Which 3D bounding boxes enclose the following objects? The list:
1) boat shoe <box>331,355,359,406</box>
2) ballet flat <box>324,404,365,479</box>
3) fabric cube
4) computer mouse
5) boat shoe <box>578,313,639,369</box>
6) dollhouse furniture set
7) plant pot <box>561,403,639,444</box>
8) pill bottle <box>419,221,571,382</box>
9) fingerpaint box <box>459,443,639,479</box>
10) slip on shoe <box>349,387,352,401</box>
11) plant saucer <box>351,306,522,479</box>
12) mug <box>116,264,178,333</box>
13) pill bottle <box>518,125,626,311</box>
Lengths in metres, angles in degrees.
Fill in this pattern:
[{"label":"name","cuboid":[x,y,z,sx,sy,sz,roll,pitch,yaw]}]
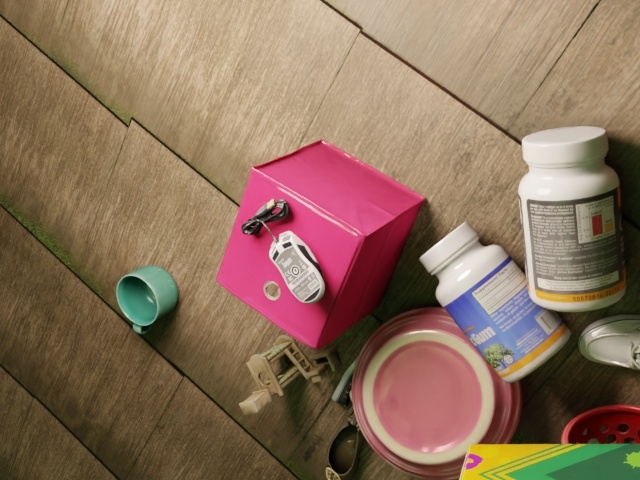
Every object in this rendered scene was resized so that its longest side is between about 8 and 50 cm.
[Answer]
[{"label":"boat shoe","cuboid":[0.067,0.302,1.797,0.040,0.049,0.142,33,129,11]},{"label":"ballet flat","cuboid":[0.057,0.454,1.852,0.084,0.058,0.250,33,123,18]},{"label":"fabric cube","cuboid":[0.000,0.000,1.585,0.254,0.259,0.258,33,122,19]},{"label":"computer mouse","cuboid":[-0.052,0.024,1.447,0.106,0.042,0.193,-39,78,29]},{"label":"boat shoe","cuboid":[0.556,0.177,1.411,0.258,0.084,0.095,-10,103,34]},{"label":"dollhouse furniture set","cuboid":[-0.074,0.272,1.786,0.161,0.182,0.101,-21,97,36]},{"label":"plant pot","cuboid":[0.527,0.406,1.463,0.191,0.191,0.174,-1,117,32]},{"label":"pill bottle","cuboid":[0.303,0.105,1.501,0.272,0.152,0.152,51,126,6]},{"label":"fingerpaint box","cuboid":[0.448,0.552,1.362,0.371,0.163,0.444,-5,116,23]},{"label":"slip on shoe","cuboid":[0.212,0.359,1.695,0.331,0.123,0.101,21,94,25]},{"label":"plant saucer","cuboid":[0.211,0.292,1.597,0.332,0.084,0.332,-1,86,20]},{"label":"mug","cuboid":[-0.409,0.131,1.995,0.129,0.097,0.158,52,127,4]},{"label":"pill bottle","cuboid":[0.408,-0.037,1.372,0.162,0.162,0.278,1,110,32]}]
